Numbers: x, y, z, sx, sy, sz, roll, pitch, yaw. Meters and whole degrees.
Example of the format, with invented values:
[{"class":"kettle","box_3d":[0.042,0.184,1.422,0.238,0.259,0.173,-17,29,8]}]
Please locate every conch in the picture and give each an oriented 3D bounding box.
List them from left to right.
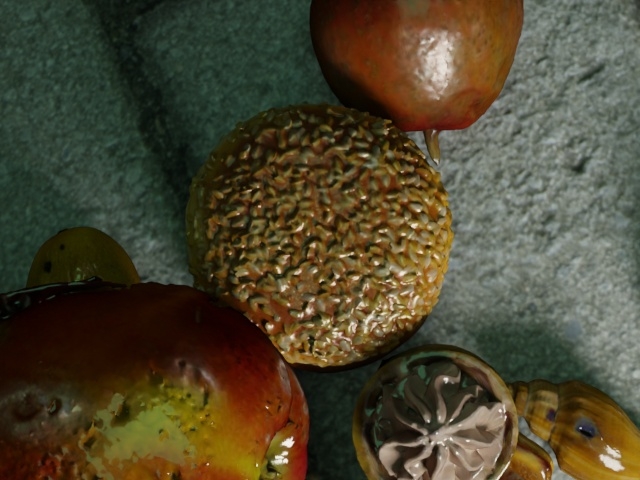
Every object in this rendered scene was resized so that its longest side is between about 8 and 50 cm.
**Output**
[{"class":"conch","box_3d":[0.357,0.251,1.688,0.330,0.093,0.109,27,82,11]}]

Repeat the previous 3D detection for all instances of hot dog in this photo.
[{"class":"hot dog","box_3d":[0.171,0.243,1.723,0.250,0.076,0.104,26,99,15]}]

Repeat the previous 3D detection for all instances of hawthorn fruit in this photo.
[{"class":"hawthorn fruit","box_3d":[0.122,-0.241,1.761,0.277,0.277,0.298,-10,95,3]}]

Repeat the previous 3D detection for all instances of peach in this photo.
[{"class":"peach","box_3d":[-0.234,0.222,1.526,0.416,0.339,0.353,12,43,17]}]

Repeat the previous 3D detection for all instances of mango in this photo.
[{"class":"mango","box_3d":[-0.299,0.108,1.777,0.157,0.109,0.262,-11,77,-1]}]

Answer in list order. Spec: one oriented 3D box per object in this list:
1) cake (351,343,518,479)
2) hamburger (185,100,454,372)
[{"class":"cake","box_3d":[0.122,0.218,1.608,0.207,0.178,0.185,-8,90,18]},{"class":"hamburger","box_3d":[0.000,0.000,1.703,0.330,0.250,0.330,-1,77,6]}]
